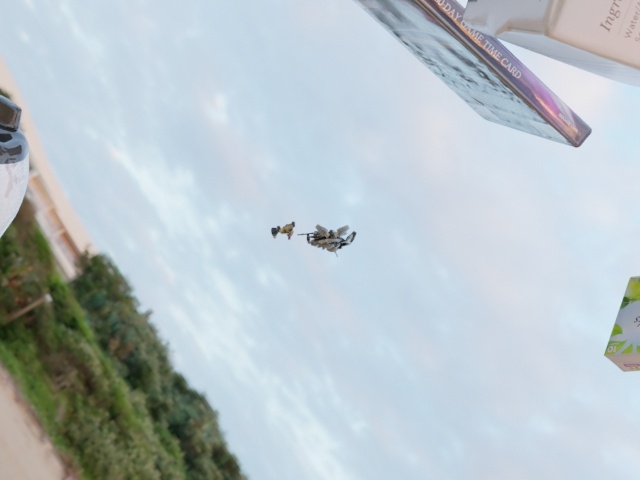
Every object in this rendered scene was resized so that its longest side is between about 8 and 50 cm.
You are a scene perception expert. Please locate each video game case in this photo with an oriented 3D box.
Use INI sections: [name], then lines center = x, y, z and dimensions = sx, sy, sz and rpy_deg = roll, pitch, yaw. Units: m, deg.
[video game case]
center = 0.099, -0.186, 0.918
dimensions = 0.274, 0.026, 0.196
rpy_deg = 39, 1, -21

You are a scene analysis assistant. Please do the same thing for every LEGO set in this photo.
[LEGO set]
center = -0.002, 0.000, 0.885
dimensions = 0.054, 0.083, 0.023
rpy_deg = 151, -63, -66

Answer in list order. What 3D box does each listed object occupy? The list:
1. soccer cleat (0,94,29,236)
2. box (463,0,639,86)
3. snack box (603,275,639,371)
[soccer cleat]
center = -0.361, -0.079, 0.716
dimensions = 0.331, 0.143, 0.116
rpy_deg = 26, 19, 9
[box]
center = 0.175, -0.177, 0.544
dimensions = 0.119, 0.181, 0.181
rpy_deg = 17, 11, -9
[snack box]
center = 0.359, 0.077, 1.023
dimensions = 0.037, 0.100, 0.141
rpy_deg = 38, -28, -25
